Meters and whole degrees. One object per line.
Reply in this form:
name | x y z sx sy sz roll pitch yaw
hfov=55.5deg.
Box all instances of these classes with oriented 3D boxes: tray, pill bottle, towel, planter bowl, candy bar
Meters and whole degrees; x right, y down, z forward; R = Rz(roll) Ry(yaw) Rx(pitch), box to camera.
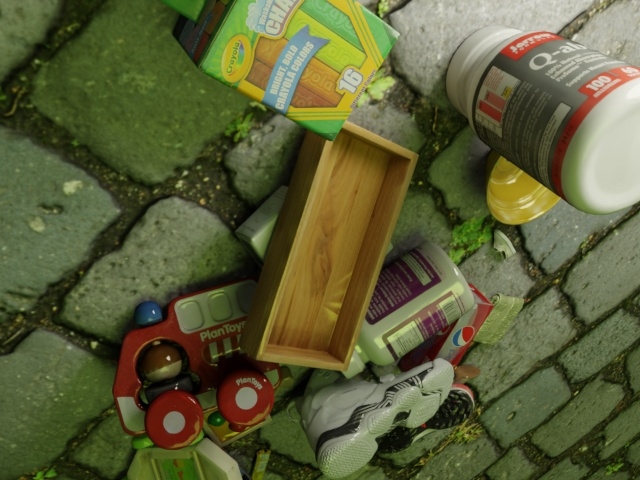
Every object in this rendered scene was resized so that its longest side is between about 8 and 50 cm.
tray | 0.016 0.012 1.055 0.203 0.076 0.411 17 93 -38
pill bottle | 0.146 0.148 1.241 0.301 0.169 0.169 -33 130 -2
towel | 0.436 0.197 1.509 0.110 0.027 0.148 12 115 -33
planter bowl | 0.399 -0.146 1.216 0.217 0.090 0.217 -12 126 -18
pill bottle | 0.368 -0.213 0.977 0.210 0.363 0.210 -13 127 -18
candy bar | -0.154 0.566 1.475 0.040 0.018 0.161 0 121 -30

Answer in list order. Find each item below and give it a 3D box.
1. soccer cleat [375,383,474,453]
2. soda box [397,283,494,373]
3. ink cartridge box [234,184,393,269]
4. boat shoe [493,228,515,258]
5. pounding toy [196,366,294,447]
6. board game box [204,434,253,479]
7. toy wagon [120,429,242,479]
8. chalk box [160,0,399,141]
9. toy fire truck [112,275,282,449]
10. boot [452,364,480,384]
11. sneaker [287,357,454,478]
soccer cleat | 0.231 0.440 1.515 0.318 0.109 0.116 -25 176 14
soda box | 0.287 0.226 1.413 0.083 0.092 0.263 11 116 -33
ink cartridge box | 0.000 0.000 1.142 0.239 0.060 0.275 -47 132 -18
boat shoe | 0.406 0.011 1.364 0.035 0.035 0.100 -43 136 3
pounding toy | -0.144 0.346 1.281 0.206 0.094 0.181 -26 129 -8
board game box | -0.182 0.549 1.362 0.060 0.194 0.194 -43 146 -16
toy wagon | -0.306 0.515 1.250 0.344 0.068 0.267 -12 97 28
chalk box | -0.077 -0.295 0.823 0.289 0.179 0.180 21 110 -35
toy fire truck | -0.225 0.216 1.103 0.302 0.169 0.254 -15 89 -11
boot | 0.352 0.370 1.581 0.118 0.042 0.087 -1 128 -24
sneaker | 0.105 0.336 1.335 0.366 0.210 0.137 -31 131 -19
